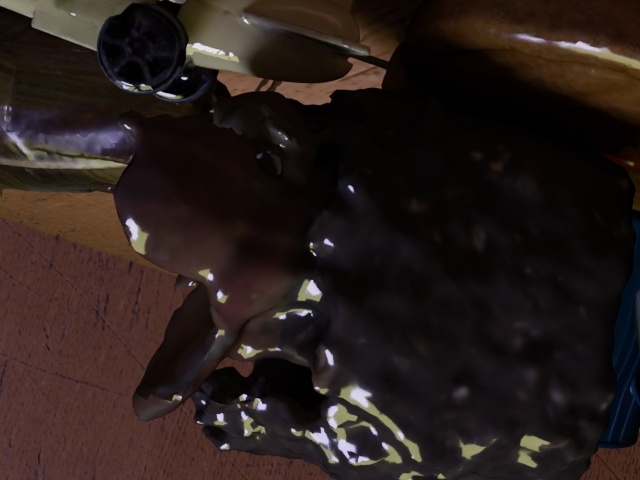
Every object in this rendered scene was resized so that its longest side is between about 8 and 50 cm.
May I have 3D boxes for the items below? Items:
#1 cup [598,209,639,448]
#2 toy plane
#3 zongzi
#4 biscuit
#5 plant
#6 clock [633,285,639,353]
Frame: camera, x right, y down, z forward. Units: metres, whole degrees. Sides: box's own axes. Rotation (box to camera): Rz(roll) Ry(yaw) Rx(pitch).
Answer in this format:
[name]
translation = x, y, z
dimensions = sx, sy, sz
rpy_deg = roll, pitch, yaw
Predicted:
[cup]
translation = 0.172, 0.042, 0.859
dimensions = 0.150, 0.138, 0.113
rpy_deg = 19, -167, 12
[toy plane]
translation = -0.090, -0.112, 0.627
dimensions = 0.244, 0.092, 0.229
rpy_deg = 13, -174, 6
[zongzi]
translation = -0.191, -0.108, 0.828
dimensions = 0.248, 0.111, 0.241
rpy_deg = 3, 159, 41
[biscuit]
translation = 0.161, -0.049, 0.679
dimensions = 0.273, 0.049, 0.257
rpy_deg = 20, 172, -12
[plant]
translation = 0.018, 0.022, 0.643
dimensions = 0.234, 0.178, 0.204
rpy_deg = 8, -178, -9
[clock]
translation = 0.280, 0.041, 0.564
dimensions = 0.313, 0.061, 0.312
rpy_deg = 0, 153, 0
